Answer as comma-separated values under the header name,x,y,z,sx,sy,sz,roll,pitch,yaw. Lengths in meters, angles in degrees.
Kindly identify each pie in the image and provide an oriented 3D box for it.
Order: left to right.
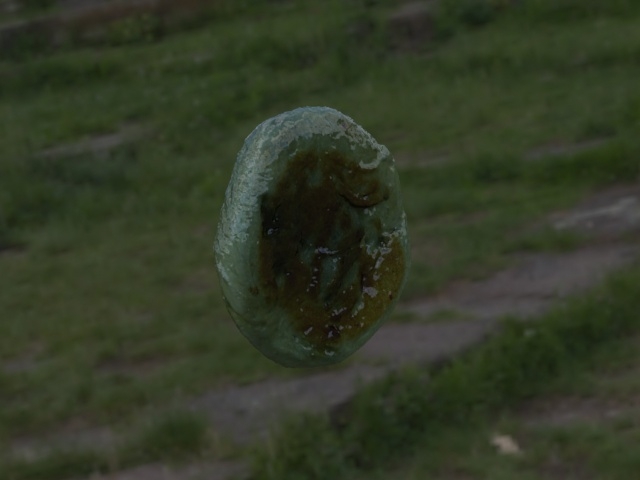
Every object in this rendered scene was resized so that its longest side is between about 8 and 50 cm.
name,x,y,z,sx,sy,sz,roll,pitch,yaw
pie,0.000,0.000,0.517,0.017,0.085,0.085,8,19,43
